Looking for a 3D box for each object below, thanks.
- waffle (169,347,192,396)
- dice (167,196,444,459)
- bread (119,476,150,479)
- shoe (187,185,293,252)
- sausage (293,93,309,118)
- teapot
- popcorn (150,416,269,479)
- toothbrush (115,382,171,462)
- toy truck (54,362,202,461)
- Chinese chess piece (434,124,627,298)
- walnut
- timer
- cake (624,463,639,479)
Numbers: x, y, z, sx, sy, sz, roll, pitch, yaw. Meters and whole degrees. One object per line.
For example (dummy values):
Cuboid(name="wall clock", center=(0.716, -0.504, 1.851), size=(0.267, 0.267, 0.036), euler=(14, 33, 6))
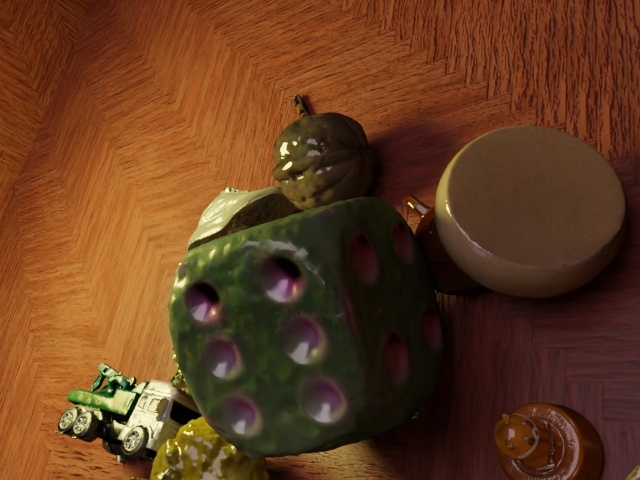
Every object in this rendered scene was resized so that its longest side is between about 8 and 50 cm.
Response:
Cuboid(name="waffle", center=(-0.153, 0.191, 1.216), size=(0.318, 0.073, 0.297), euler=(11, 67, 19))
Cuboid(name="dice", center=(-0.018, 0.124, 0.939), size=(0.319, 0.330, 0.322), euler=(-18, 91, 31))
Cuboid(name="bread", center=(-0.348, 0.534, 1.166), size=(0.138, 0.196, 0.102), euler=(-56, 38, 8))
Cuboid(name="shoe", center=(-0.188, -0.072, 1.455), size=(0.316, 0.124, 0.159), euler=(-28, 42, 29))
Cuboid(name="sausage", center=(-0.038, -0.308, 1.523), size=(0.025, 0.028, 0.198), euler=(-23, 48, 1))
Cuboid(name="teapot", center=(0.214, -0.015, 1.027), size=(0.178, 0.135, 0.252), euler=(-47, 43, 5))
Cuboid(name="popcorn", center=(-0.190, 0.447, 1.101), size=(0.233, 0.192, 0.265), euler=(2, 90, 27))
Cuboid(name="toothbrush", center=(-0.386, 0.398, 1.416), size=(0.286, 0.020, 0.025), euler=(-53, 46, 4))
Cuboid(name="toy truck", center=(-0.410, 0.377, 1.323), size=(0.364, 0.176, 0.177), euler=(3, 60, 38))
Cuboid(name="Chinese chess piece", center=(0.304, -0.045, 0.900), size=(0.274, 0.102, 0.273), euler=(-3, 61, 5))
Cuboid(name="walnut", center=(0.001, -0.160, 1.274), size=(0.224, 0.224, 0.224), euler=(-23, 51, 32))
Cuboid(name="timer", center=(0.270, 0.260, 0.785), size=(0.132, 0.152, 0.131), euler=(-23, 52, 32))
Cuboid(name="cake", center=(0.411, 0.365, 0.540), size=(0.286, 0.222, 0.227), euler=(14, 78, 47))
